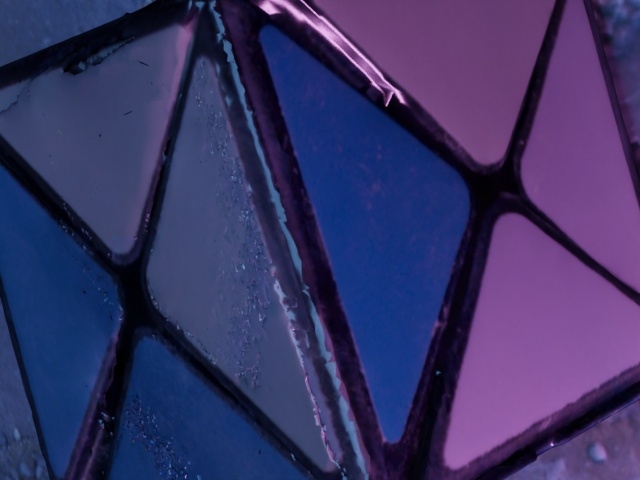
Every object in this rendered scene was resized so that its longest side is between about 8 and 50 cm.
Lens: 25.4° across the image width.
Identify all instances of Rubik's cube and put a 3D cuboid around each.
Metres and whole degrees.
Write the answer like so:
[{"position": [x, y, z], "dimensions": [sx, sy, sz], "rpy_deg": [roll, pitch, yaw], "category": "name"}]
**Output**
[{"position": [0.000, 0.000, 0.869], "dimensions": [0.307, 0.310, 0.305], "rpy_deg": [-12, 93, 46], "category": "Rubik's cube"}]
